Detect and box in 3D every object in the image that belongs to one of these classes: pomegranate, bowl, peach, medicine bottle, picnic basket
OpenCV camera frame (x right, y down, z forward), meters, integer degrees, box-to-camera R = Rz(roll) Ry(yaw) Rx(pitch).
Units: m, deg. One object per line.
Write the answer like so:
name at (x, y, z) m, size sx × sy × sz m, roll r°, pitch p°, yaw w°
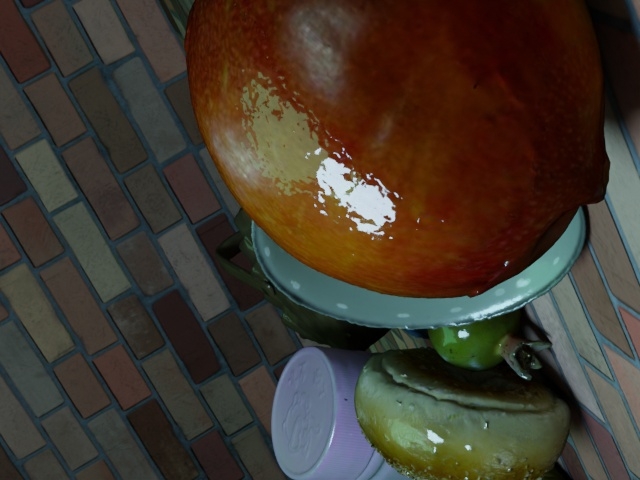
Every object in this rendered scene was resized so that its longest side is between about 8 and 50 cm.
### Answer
pomegranate at (0.212, 0.110, 1.910) m, size 0.159 × 0.129 × 0.129 m, roll 12°, pitch 136°, yaw 53°
bowl at (0.099, -0.059, 1.541) m, size 0.337 × 0.337 × 0.157 m, roll 69°, pitch -162°, yaw -51°
peach at (0.068, -0.125, 1.216) m, size 0.372 × 0.373 × 0.290 m, roll 59°, pitch -170°, yaw 1°
medicine bottle at (0.106, 0.270, 2.210) m, size 0.202 × 0.316 × 0.202 m, roll -29°, pitch 56°, yaw 54°
picnic basket at (0.000, 0.000, 2.330) m, size 0.321 × 0.254 × 0.291 m, roll 28°, pitch 150°, yaw 56°

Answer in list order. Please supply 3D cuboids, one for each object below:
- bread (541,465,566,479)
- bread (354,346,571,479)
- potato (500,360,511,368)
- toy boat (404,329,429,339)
bread at (0.297, 0.360, 2.332) m, size 0.383 × 0.112 × 0.166 m, roll 51°, pitch 167°, yaw 54°
bread at (0.186, 0.242, 1.980) m, size 0.305 × 0.306 × 0.158 m, roll -141°, pitch 57°, yaw -70°
potato at (0.231, 0.158, 2.177) m, size 0.103 × 0.066 × 0.096 m, roll -115°, pitch 25°, yaw -55°
toy boat at (0.172, 0.092, 2.108) m, size 0.109 × 0.098 × 0.238 m, roll 30°, pitch 171°, yaw -8°
